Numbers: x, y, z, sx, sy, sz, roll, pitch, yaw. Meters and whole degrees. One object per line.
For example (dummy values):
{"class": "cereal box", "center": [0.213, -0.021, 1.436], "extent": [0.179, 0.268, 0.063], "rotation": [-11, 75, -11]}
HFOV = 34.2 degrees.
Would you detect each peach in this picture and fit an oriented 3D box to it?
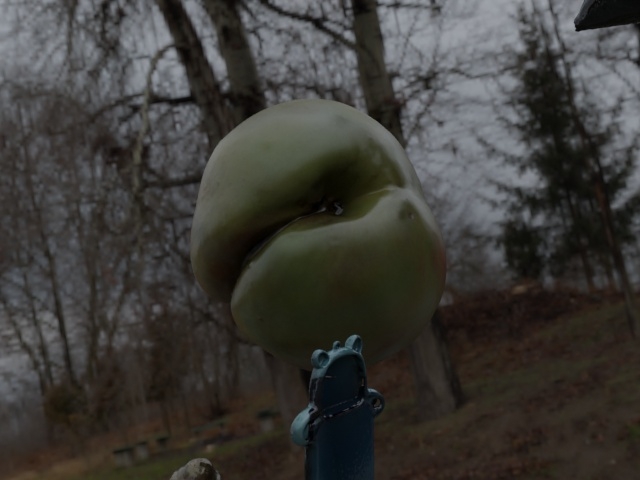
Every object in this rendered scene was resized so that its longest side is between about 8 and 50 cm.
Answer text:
{"class": "peach", "center": [0.000, 0.001, 1.089], "extent": [0.247, 0.292, 0.292], "rotation": [-38, -2, -14]}

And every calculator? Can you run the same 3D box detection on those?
{"class": "calculator", "center": [0.013, 0.139, 0.732], "extent": [0.019, 0.141, 0.094], "rotation": [7, 12, 41]}

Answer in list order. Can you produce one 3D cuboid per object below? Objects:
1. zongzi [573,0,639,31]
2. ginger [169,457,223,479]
{"class": "zongzi", "center": [0.420, -0.307, 1.066], "extent": [0.319, 0.383, 0.362], "rotation": [6, -51, -34]}
{"class": "ginger", "center": [-0.101, 0.311, 1.098], "extent": [0.080, 0.104, 0.204], "rotation": [-12, 29, -32]}
